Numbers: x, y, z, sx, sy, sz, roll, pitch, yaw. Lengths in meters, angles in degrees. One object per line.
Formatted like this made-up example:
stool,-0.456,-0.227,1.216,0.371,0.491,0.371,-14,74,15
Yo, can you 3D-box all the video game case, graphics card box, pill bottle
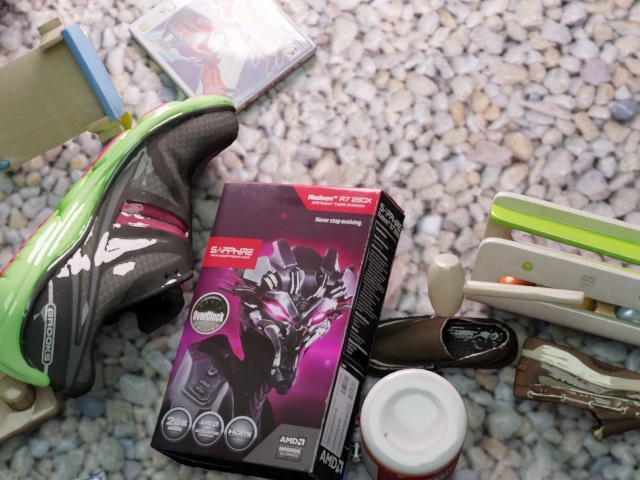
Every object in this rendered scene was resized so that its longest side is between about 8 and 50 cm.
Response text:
video game case,-0.138,-0.281,1.954,0.183,0.023,0.201,-39,73,-11
graphics card box,-0.050,0.108,1.734,0.233,0.094,0.371,5,70,27
pill bottle,0.107,0.236,1.648,0.121,0.221,0.121,-1,69,2

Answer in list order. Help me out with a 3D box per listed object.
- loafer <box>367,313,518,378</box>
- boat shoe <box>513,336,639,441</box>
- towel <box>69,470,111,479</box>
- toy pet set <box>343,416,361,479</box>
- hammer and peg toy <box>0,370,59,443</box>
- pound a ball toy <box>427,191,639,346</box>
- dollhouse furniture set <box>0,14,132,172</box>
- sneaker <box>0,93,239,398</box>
loafer,0.142,0.123,1.765,0.220,0.078,0.080,-6,70,0
boat shoe,0.362,0.205,1.729,0.257,0.095,0.095,20,85,15
towel,-0.381,0.411,1.704,0.285,0.034,0.209,-11,72,0
toy pet set,-0.007,0.266,1.722,0.122,0.065,0.114,-2,72,5
hammer and peg toy,-0.511,0.117,1.765,0.266,0.127,0.361,-27,71,-8
pound a ball toy,0.296,0.068,1.732,0.319,0.135,0.208,14,35,7
dollhouse furniture set,-0.433,-0.232,1.927,0.286,0.198,0.303,-27,102,15
sneaker,-0.241,0.004,1.764,0.202,0.185,0.483,41,59,-9
